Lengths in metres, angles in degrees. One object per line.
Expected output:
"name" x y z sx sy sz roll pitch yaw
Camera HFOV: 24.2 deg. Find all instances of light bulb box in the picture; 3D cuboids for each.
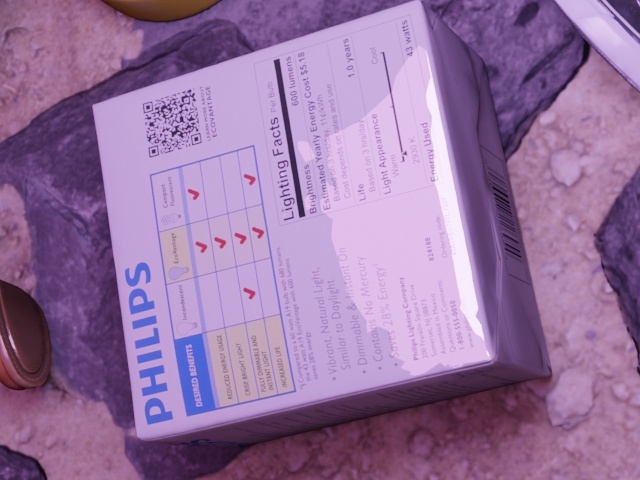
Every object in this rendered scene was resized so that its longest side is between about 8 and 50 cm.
"light bulb box" 0.000 0.000 1.489 0.361 0.225 0.358 -15 75 20

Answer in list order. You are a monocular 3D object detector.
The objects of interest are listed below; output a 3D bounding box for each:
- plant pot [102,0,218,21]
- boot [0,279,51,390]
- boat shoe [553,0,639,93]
"plant pot" -0.216 -0.396 1.648 0.254 0.239 0.254 -4 79 22
"boot" -0.445 0.103 1.710 0.220 0.109 0.283 -37 66 10
"boat shoe" 0.280 -0.273 1.477 0.119 0.121 0.335 -39 75 12
